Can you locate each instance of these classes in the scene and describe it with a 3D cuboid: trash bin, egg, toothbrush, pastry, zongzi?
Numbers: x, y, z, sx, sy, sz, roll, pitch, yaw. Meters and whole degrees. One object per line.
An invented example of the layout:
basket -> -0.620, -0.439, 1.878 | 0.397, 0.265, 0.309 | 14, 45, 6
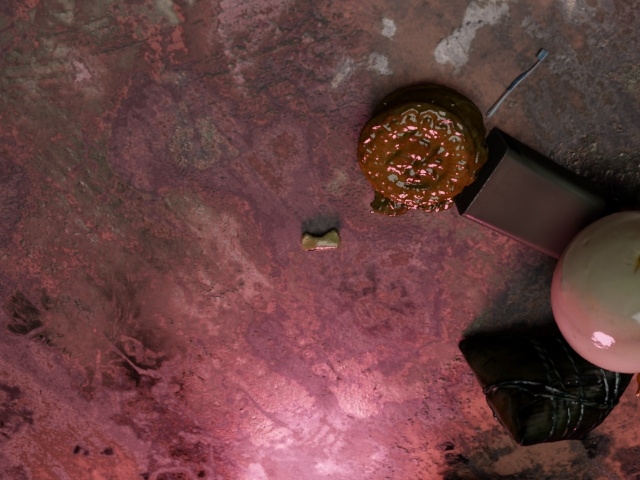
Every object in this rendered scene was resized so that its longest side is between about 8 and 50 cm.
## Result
trash bin -> 0.404, -0.082, 1.551 | 0.240, 0.122, 0.164 | 26, 115, -14
egg -> 0.575, 0.108, 1.480 | 0.283, 0.283, 0.345 | -13, 147, 8
toothbrush -> 0.371, -0.294, 1.502 | 0.017, 0.014, 0.162 | 26, 115, -27
pastry -> 0.196, -0.175, 1.504 | 0.240, 0.132, 0.235 | -3, 124, 17
zongzi -> 0.536, 0.272, 1.675 | 0.383, 0.319, 0.362 | 18, 116, -29

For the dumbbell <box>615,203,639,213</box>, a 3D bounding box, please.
dumbbell -> 0.669, -0.096, 1.557 | 0.092, 0.082, 0.231 | 29, 114, -14

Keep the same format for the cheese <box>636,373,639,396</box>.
cheese -> 0.723, 0.229, 1.645 | 0.064, 0.250, 0.156 | 35, 149, 17

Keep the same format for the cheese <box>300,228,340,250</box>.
cheese -> 0.000, 0.000, 1.649 | 0.083, 0.030, 0.044 | -4, 96, 8
